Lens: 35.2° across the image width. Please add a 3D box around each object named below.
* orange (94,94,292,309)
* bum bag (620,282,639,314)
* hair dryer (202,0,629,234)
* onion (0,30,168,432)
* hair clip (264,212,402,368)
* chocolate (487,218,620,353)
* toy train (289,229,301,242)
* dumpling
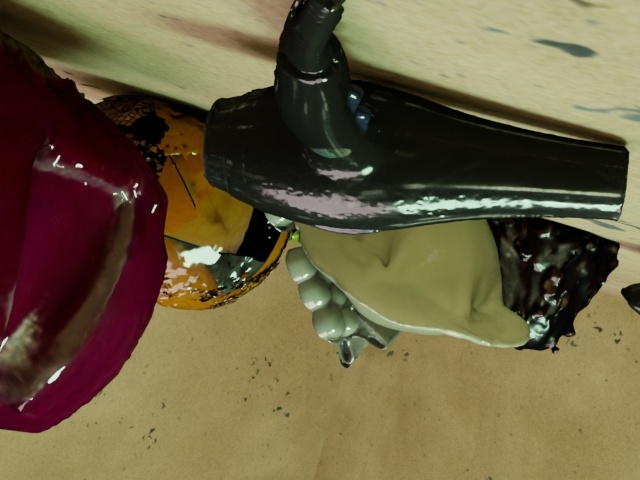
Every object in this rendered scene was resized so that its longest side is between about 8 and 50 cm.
[{"bbox_3d":[-0.140,-0.037,0.922,0.234,0.182,0.234,16,-167,-4],"label":"orange"},{"bbox_3d":[0.440,0.091,0.925,0.340,0.095,0.144,17,-163,33],"label":"bum bag"},{"bbox_3d":[0.031,-0.050,0.397,0.196,0.075,0.219,6,171,10],"label":"hair dryer"},{"bbox_3d":[-0.318,0.041,0.644,0.398,0.420,0.398,21,-176,-2],"label":"onion"},{"bbox_3d":[0.000,0.000,0.845,0.054,0.220,0.140,-19,-171,33],"label":"hair clip"},{"bbox_3d":[0.214,0.046,1.028,0.156,0.133,0.156,17,178,1],"label":"chocolate"},{"bbox_3d":[-0.074,-0.052,1.368,0.296,0.100,0.160,16,-178,-21],"label":"toy train"},{"bbox_3d":[0.051,0.002,0.764,0.166,0.215,0.126,7,150,-45],"label":"dumpling"}]
